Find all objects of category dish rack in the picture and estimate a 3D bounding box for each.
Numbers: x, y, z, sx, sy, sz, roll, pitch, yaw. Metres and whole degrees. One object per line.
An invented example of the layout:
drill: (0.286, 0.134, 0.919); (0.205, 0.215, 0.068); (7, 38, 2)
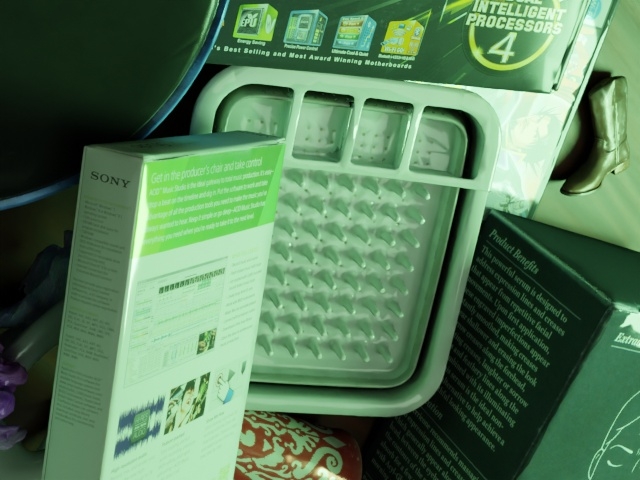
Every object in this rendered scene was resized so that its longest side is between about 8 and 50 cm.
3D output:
dish rack: (0.000, 0.000, 1.151); (0.285, 0.072, 0.333); (5, 110, -17)

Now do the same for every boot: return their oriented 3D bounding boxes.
boot: (0.293, -0.114, 1.325); (0.106, 0.037, 0.114); (-32, 129, -31)

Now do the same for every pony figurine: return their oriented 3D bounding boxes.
pony figurine: (-0.293, 0.147, 0.980); (0.363, 0.303, 0.351); (-36, 136, -31)

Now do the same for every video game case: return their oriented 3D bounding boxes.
video game case: (0.156, -0.148, 1.228); (0.248, 0.035, 0.275); (10, 106, -34)

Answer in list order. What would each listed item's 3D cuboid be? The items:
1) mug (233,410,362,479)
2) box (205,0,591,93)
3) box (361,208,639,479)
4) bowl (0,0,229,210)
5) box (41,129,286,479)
mug: (-0.066, 0.234, 1.228); (0.169, 0.113, 0.150); (27, 95, -33)
box: (0.062, -0.291, 1.010); (0.395, 0.097, 0.318); (3, 120, -23)
box: (0.254, 0.207, 1.323); (0.293, 0.212, 0.395); (15, 109, -35)
bowl: (-0.232, -0.184, 0.818); (0.391, 0.077, 0.391); (-18, 133, -21)
box: (-0.121, 0.077, 0.974); (0.232, 0.058, 0.322); (-17, 120, -65)
